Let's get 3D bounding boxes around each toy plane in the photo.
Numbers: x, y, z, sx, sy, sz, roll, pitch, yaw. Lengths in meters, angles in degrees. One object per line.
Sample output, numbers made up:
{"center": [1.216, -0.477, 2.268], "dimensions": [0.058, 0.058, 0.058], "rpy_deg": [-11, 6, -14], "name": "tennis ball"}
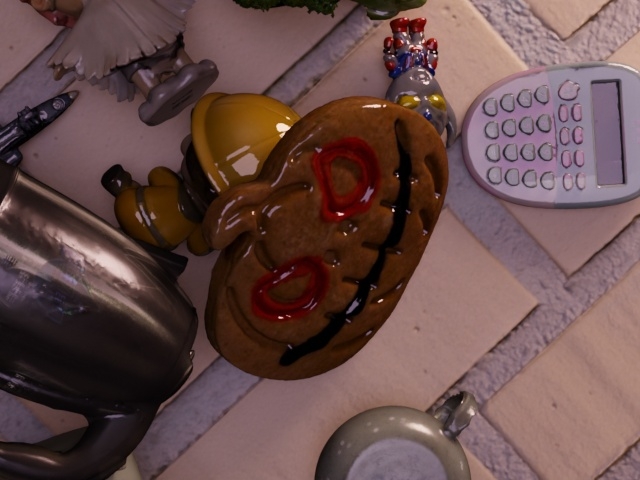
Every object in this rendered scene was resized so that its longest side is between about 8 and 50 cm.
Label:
{"center": [-0.426, -0.091, 1.570], "dimensions": [0.316, 0.103, 0.204], "rpy_deg": [-35, 93, -1], "name": "toy plane"}

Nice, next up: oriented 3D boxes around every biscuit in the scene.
{"center": [0.001, 0.001, 1.522], "dimensions": [0.314, 0.063, 0.367], "rpy_deg": [15, 106, -43], "name": "biscuit"}

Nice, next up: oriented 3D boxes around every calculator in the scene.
{"center": [0.327, -0.133, 1.638], "dimensions": [0.299, 0.041, 0.185], "rpy_deg": [-5, 93, -1], "name": "calculator"}

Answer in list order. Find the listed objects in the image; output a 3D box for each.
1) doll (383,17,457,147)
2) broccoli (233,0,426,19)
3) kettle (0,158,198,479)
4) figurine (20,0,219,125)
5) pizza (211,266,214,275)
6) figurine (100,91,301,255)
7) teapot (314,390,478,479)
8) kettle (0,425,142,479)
{"center": [0.119, -0.181, 1.617], "dimensions": [0.104, 0.062, 0.194], "rpy_deg": [-2, 86, -45], "name": "doll"}
{"center": [0.030, -0.382, 1.520], "dimensions": [0.283, 0.304, 0.321], "rpy_deg": [34, 93, -34], "name": "broccoli"}
{"center": [-0.301, 0.110, 1.437], "dimensions": [0.324, 0.228, 0.321], "rpy_deg": [29, 64, -15], "name": "kettle"}
{"center": [-0.273, -0.309, 1.528], "dimensions": [0.207, 0.166, 0.387], "rpy_deg": [-36, 79, -10], "name": "figurine"}
{"center": [-0.055, 0.042, 1.628], "dimensions": [0.160, 0.036, 0.099], "rpy_deg": [-15, 93, -2], "name": "pizza"}
{"center": [-0.123, -0.068, 1.558], "dimensions": [0.257, 0.167, 0.192], "rpy_deg": [-34, 107, 1], "name": "figurine"}
{"center": [0.089, 0.299, 1.603], "dimensions": [0.193, 0.129, 0.294], "rpy_deg": [43, 88, -4], "name": "teapot"}
{"center": [-0.254, 0.390, 1.543], "dimensions": [0.265, 0.205, 0.318], "rpy_deg": [-18, 93, 6], "name": "kettle"}
